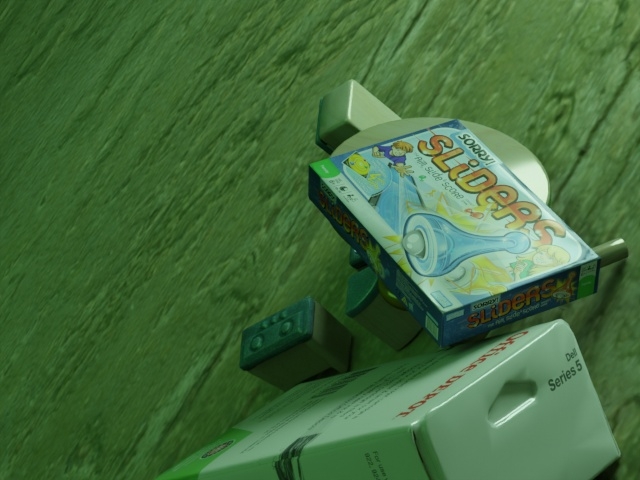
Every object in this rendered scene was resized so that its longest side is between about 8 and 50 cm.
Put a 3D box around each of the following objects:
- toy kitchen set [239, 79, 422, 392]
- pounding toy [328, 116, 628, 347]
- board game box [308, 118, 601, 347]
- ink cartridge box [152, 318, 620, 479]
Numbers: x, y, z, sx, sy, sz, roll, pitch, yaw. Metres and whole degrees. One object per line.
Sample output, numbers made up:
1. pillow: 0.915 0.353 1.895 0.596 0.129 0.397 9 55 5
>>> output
1. toy kitchen set: 0.000 0.000 1.677 0.166 0.122 0.207 -28 39 34
2. pounding toy: 0.104 0.009 1.545 0.183 0.110 0.237 -20 43 -24
3. board game box: 0.096 -0.010 1.450 0.136 0.035 0.201 -18 42 -23
4. ink cartridge box: 0.043 0.164 1.384 0.273 0.115 0.198 -18 8 43
